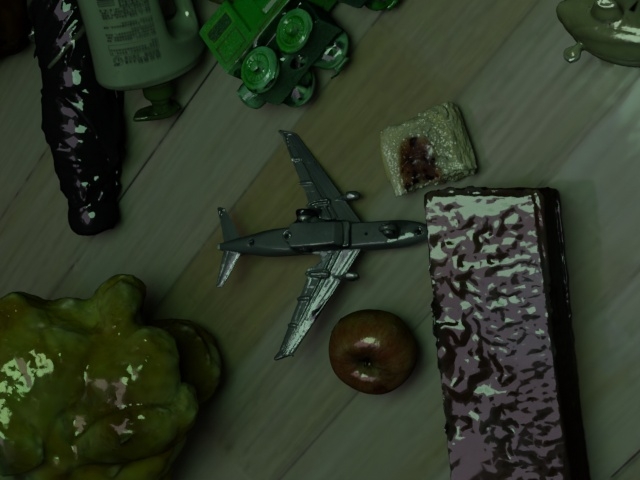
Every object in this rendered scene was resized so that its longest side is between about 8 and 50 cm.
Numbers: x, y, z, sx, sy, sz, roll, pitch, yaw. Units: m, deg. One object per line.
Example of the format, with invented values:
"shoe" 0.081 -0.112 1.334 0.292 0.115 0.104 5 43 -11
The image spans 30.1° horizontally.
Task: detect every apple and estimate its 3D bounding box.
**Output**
"apple" 0.049 0.100 1.095 0.084 0.071 0.084 9 117 18

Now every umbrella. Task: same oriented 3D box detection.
"umbrella" -0.252 -0.184 1.234 0.113 0.106 0.358 2 104 39

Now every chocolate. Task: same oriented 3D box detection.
"chocolate" 0.163 0.110 1.021 0.112 0.112 0.321 -5 92 20

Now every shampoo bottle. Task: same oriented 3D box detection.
"shampoo bottle" -0.176 -0.224 1.144 0.087 0.118 0.234 42 150 50

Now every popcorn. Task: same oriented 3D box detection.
"popcorn" -0.243 0.154 1.178 0.276 0.276 0.225 -52 35 23

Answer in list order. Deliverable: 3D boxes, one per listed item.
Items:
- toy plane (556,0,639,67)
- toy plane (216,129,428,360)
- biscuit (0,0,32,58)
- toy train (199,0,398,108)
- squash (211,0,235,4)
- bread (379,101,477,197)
"toy plane" 0.320 -0.168 0.915 0.286 0.092 0.108 14 77 29
"toy plane" -0.003 -0.001 1.122 0.226 0.058 0.226 -6 76 30
"biscuit" -0.446 -0.336 1.149 0.166 0.395 0.343 -5 96 24
"toy train" -0.003 -0.233 1.089 0.251 0.085 0.119 -47 57 21
"squash" -0.057 -0.317 1.105 0.075 0.090 0.200 23 93 30
"bread" 0.095 -0.082 1.071 0.083 0.035 0.070 -16 86 32
